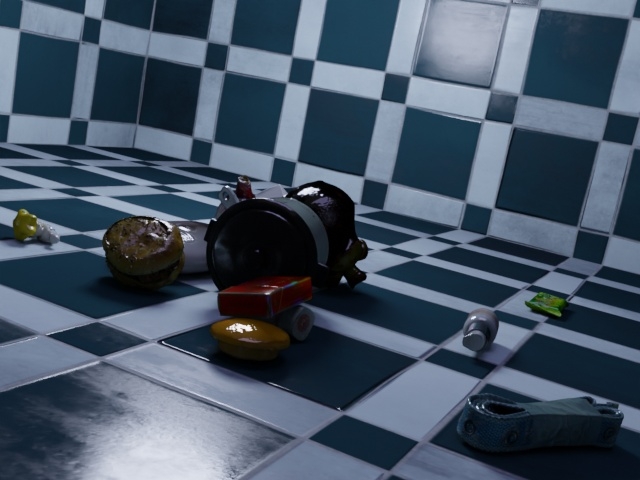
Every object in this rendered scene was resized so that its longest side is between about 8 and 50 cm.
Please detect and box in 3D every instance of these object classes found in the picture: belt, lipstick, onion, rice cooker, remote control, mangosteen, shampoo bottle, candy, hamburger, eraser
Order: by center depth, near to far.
[{"bbox_3d":[0.350,0.283,1.232,0.302,0.072,0.087,6,14,-27],"label":"belt"},{"bbox_3d":[-0.099,0.146,1.558,0.186,0.063,0.057,12,-24,41],"label":"lipstick"},{"bbox_3d":[-0.380,0.015,1.675,0.177,0.113,0.185,-10,50,-1],"label":"hamburger"},{"bbox_3d":[-0.110,0.025,1.678,0.280,0.241,0.227,24,11,9],"label":"rice cooker"},{"bbox_3d":[0.344,0.196,1.689,0.074,0.074,0.192,13,10,14],"label":"shampoo bottle"},{"bbox_3d":[-0.329,0.014,1.896,0.221,0.103,0.332,29,17,32],"label":"remote control"},{"bbox_3d":[-0.005,-0.001,1.974,0.233,0.287,0.287,-9,20,-36],"label":"mangosteen"},{"bbox_3d":[-0.209,-0.072,2.168,0.140,0.218,0.195,10,11,-15],"label":"onion"},{"bbox_3d":[0.639,0.180,2.203,0.102,0.032,0.178,16,11,24],"label":"candy"},{"bbox_3d":[-0.089,-0.056,2.208,0.076,0.078,0.298,-24,-25,8],"label":"eraser"}]

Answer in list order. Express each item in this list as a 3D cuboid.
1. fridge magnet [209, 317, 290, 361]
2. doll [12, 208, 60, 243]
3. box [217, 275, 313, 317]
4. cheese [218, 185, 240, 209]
[{"bbox_3d":[-0.124,0.171,1.371,0.143,0.063,0.143,11,9,-2],"label":"fridge magnet"},{"bbox_3d":[-0.673,-0.019,1.871,0.135,0.071,0.113,22,-4,23],"label":"doll"},{"bbox_3d":[-0.102,0.103,1.479,0.112,0.048,0.175,0,8,24],"label":"box"},{"bbox_3d":[-0.168,-0.007,1.879,0.249,0.163,0.071,39,41,21],"label":"cheese"}]
